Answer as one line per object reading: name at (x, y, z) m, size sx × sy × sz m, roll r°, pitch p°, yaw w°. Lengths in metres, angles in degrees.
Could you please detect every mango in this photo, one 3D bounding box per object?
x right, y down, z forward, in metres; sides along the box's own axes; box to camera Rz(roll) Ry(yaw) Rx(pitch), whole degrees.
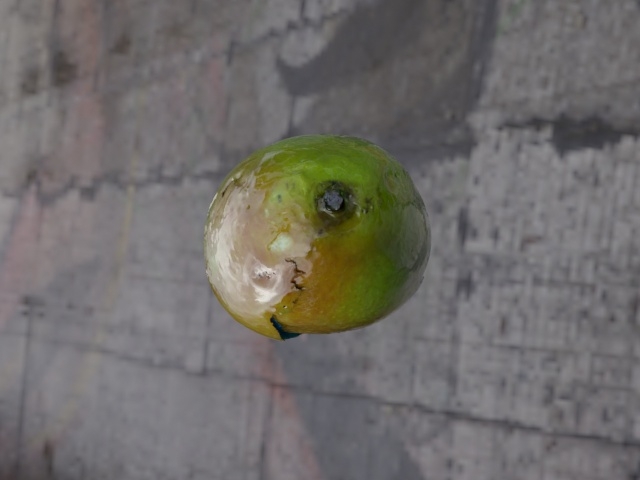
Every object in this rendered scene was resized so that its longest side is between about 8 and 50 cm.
mango at (0.000, 0.000, 0.980) m, size 0.233 × 0.125 × 0.111 m, roll 33°, pitch -127°, yaw -85°
